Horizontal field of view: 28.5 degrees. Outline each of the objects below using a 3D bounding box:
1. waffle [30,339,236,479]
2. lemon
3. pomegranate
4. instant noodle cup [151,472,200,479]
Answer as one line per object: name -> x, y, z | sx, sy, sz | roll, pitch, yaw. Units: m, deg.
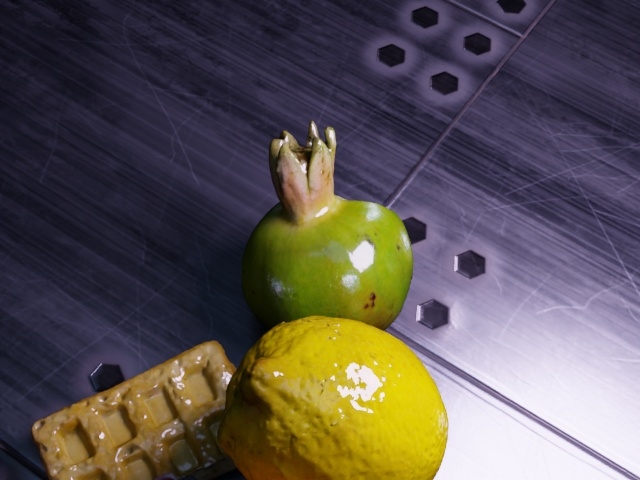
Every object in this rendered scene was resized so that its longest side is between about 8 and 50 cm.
waffle -> -0.217, 0.252, 1.614 | 0.274, 0.057, 0.168 | -24, 60, -15
lemon -> 0.015, 0.213, 1.508 | 0.245, 0.320, 0.245 | -23, 51, 33
pomegranate -> 0.000, 0.000, 1.640 | 0.236, 0.302, 0.236 | -11, 33, 7
instant noodle cup -> -0.142, 0.404, 1.393 | 0.258, 0.181, 0.302 | -37, 78, 0
